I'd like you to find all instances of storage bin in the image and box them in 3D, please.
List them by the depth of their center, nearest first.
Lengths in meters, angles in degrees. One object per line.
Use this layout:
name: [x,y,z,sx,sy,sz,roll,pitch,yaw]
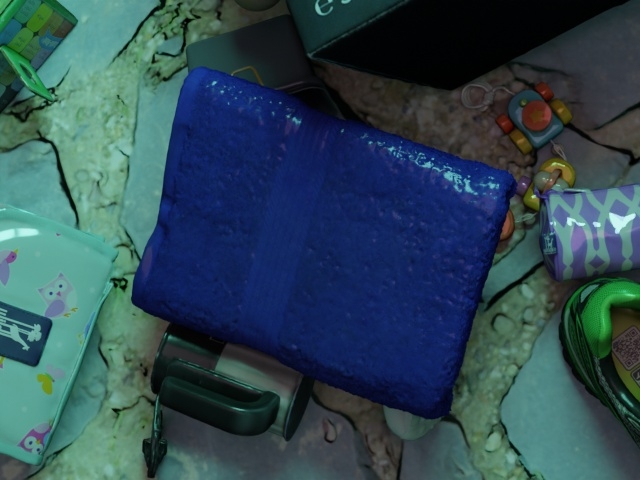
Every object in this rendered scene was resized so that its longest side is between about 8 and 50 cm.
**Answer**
storage bin: [-0.065,-0.151,1.278,0.135,0.098,0.091,-17,70,7]

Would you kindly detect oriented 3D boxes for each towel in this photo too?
towel: [0.000,0.000,1.176,0.308,0.076,0.228,21,105,19]

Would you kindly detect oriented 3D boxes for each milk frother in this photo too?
milk frother: [-0.089,0.157,1.248,0.134,0.129,0.143,19,129,11]

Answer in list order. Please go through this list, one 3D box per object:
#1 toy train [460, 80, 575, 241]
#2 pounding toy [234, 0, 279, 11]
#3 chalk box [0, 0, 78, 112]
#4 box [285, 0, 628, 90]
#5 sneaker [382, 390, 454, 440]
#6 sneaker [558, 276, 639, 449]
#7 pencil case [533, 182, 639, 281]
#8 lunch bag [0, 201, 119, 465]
toy train: [0.172,-0.069,1.248,0.125,0.046,0.166,1,84,9]
pounding toy: [-0.076,-0.310,1.275,0.110,0.183,0.237,-21,83,32]
chalk box: [-0.331,-0.213,1.304,0.213,0.132,0.132,40,91,10]
box: [0.161,-0.442,1.104,0.480,0.297,0.472,-27,77,26]
sneaker: [0.067,0.062,1.240,0.094,0.090,0.235,-3,81,26]
sneaker: [0.327,0.171,1.144,0.134,0.146,0.343,-45,79,3]
pencil case: [0.287,-0.020,1.197,0.206,0.086,0.088,-9,92,-1]
lunch bag: [-0.336,0.069,1.255,0.262,0.160,0.223,17,79,8]
